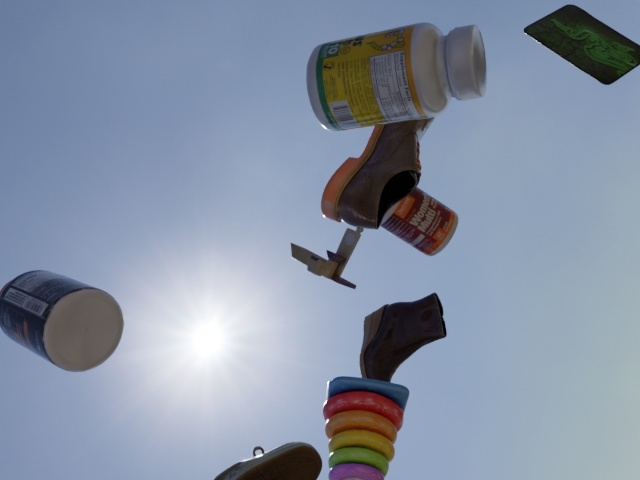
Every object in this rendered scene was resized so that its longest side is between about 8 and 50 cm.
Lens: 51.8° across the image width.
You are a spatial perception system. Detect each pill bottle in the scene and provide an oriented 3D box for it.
[{"bbox_3d":[0.190,-0.067,1.483,0.221,0.121,0.121,31,-105,-12],"label":"pill bottle"},{"bbox_3d":[0.098,-0.209,0.835,0.117,0.208,0.118,14,-106,-62],"label":"pill bottle"},{"bbox_3d":[-0.432,0.119,1.060,0.130,0.245,0.130,-10,-76,-44],"label":"pill bottle"}]

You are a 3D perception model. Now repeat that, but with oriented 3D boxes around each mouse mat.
[{"bbox_3d":[0.478,-0.356,1.180,0.152,0.189,0.007,-33,-26,-26],"label":"mouse mat"}]

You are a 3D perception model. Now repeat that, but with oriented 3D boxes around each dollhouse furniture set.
[{"bbox_3d":[0.000,0.000,0.895,0.091,0.114,0.081,23,-88,-47],"label":"dollhouse furniture set"}]

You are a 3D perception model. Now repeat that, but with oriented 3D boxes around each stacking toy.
[{"bbox_3d":[0.074,0.423,1.249,0.175,0.165,0.302,94,-176,-47],"label":"stacking toy"}]

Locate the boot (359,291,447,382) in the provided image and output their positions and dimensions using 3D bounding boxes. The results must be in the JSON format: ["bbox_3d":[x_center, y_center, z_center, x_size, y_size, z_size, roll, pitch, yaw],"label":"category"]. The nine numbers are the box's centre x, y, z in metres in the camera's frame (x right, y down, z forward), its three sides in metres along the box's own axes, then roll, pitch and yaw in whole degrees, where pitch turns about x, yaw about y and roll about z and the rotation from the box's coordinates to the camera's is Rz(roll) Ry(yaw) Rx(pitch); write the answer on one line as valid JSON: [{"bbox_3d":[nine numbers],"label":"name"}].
[{"bbox_3d":[0.199,0.252,1.571,0.090,0.207,0.248,40,-141,-44],"label":"boot"}]

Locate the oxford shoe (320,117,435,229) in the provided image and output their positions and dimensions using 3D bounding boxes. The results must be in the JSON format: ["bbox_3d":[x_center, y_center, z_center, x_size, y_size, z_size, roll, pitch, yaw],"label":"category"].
[{"bbox_3d":[0.154,-0.157,1.294,0.364,0.132,0.130,-53,-31,-22],"label":"oxford shoe"}]

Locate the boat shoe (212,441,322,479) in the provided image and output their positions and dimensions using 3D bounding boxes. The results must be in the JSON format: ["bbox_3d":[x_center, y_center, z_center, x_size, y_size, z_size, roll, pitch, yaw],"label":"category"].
[{"bbox_3d":[-0.131,0.394,1.025,0.285,0.089,0.105,-31,-69,-5],"label":"boat shoe"}]
